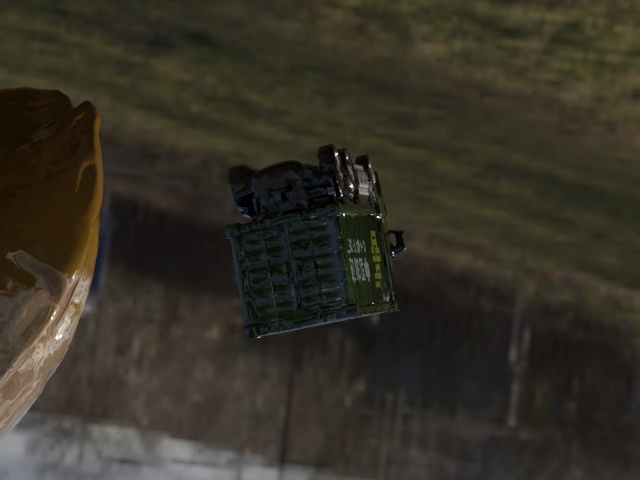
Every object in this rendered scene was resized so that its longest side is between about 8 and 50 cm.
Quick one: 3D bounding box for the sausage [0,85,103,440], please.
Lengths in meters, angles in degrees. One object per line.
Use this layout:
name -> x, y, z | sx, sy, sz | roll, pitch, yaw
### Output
sausage -> -0.209, 0.072, 0.607 | 0.354, 0.116, 0.134 | -31, -146, -1

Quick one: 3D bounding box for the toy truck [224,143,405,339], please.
toy truck -> 0.000, 0.000, 1.359 | 0.088, 0.121, 0.259 | -12, 178, 10
